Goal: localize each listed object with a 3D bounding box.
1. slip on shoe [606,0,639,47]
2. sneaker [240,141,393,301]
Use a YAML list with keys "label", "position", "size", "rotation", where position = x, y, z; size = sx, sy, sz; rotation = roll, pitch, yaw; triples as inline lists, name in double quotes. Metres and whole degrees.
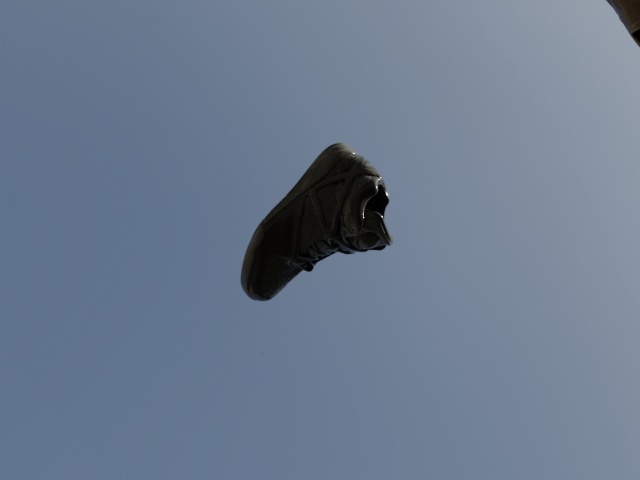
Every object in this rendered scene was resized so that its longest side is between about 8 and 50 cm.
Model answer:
- label: "slip on shoe"
  position: [0.321, -0.225, 0.825]
  size: [0.135, 0.051, 0.041]
  rotation: [46, -121, -13]
- label: "sneaker"
  position: [0.000, 0.000, 1.012]
  size: [0.227, 0.087, 0.130]
  rotation: [-50, -124, 1]
